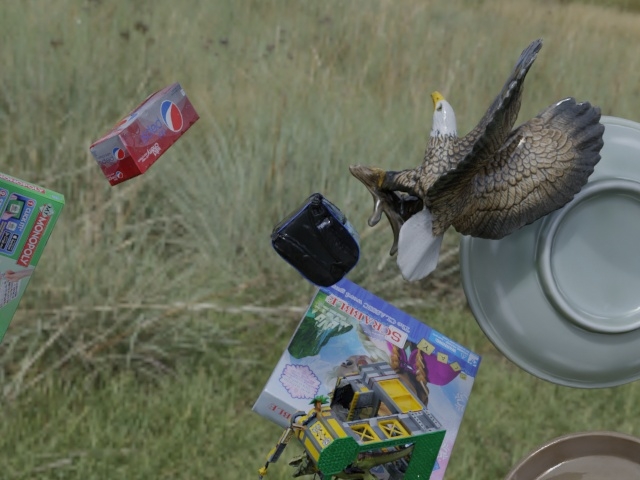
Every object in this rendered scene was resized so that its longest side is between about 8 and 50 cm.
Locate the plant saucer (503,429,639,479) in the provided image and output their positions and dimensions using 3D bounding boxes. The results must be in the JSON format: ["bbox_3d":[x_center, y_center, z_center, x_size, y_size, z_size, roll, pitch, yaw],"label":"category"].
[{"bbox_3d":[0.354,0.370,1.276,0.277,0.041,0.278,-10,47,11],"label":"plant saucer"}]

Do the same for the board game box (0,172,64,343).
[{"bbox_3d":[-0.605,0.028,1.744,0.213,0.317,0.046,21,17,-26],"label":"board game box"}]

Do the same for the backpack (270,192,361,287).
[{"bbox_3d":[0.000,0.000,1.429,0.114,0.105,0.084,46,13,-10],"label":"backpack"}]

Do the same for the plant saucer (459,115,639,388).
[{"bbox_3d":[0.403,0.020,1.434,0.400,0.401,0.100,3,2,-7],"label":"plant saucer"}]

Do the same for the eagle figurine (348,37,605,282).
[{"bbox_3d":[0.194,-0.102,1.278,0.298,0.225,0.226,-19,13,27],"label":"eagle figurine"}]

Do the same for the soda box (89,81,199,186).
[{"bbox_3d":[-0.340,-0.211,1.972,0.083,0.092,0.263,-18,22,30],"label":"soda box"}]

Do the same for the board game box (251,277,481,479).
[{"bbox_3d":[0.089,0.238,1.692,0.318,0.066,0.318,29,42,-1],"label":"board game box"}]

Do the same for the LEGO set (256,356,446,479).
[{"bbox_3d":[0.017,0.315,1.430,0.255,0.331,0.192,-11,35,-27],"label":"LEGO set"}]
